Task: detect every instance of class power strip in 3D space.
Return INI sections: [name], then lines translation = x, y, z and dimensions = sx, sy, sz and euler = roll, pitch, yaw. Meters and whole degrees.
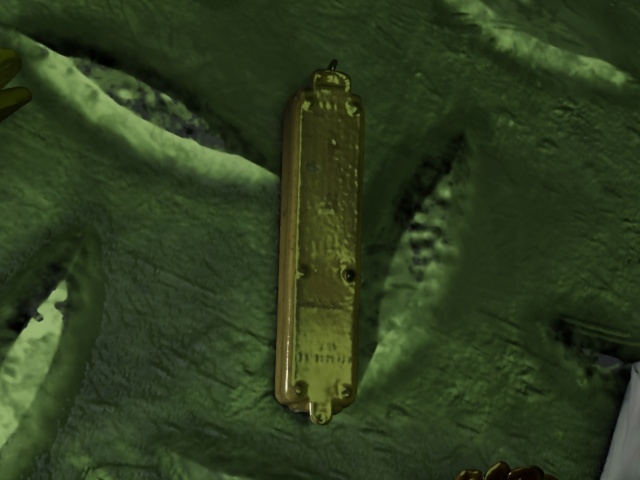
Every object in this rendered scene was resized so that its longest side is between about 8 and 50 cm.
[power strip]
translation = 0.000, 0.000, 1.587
dimensions = 0.064, 0.044, 0.305
euler = 5, 79, -17

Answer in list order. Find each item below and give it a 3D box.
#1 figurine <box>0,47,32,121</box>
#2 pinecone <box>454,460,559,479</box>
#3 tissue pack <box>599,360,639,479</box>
[figurine]
translation = -0.294, -0.269, 1.462
dimensions = 0.283, 0.204, 0.338
euler = -37, 88, -19
[pinecone]
translation = 0.157, 0.260, 1.519
dimensions = 0.174, 0.173, 0.173
euler = 4, 78, -18
[tissue pack]
translation = 0.417, 0.288, 1.627
dimensions = 0.394, 0.124, 0.288
euler = 20, 75, -15
